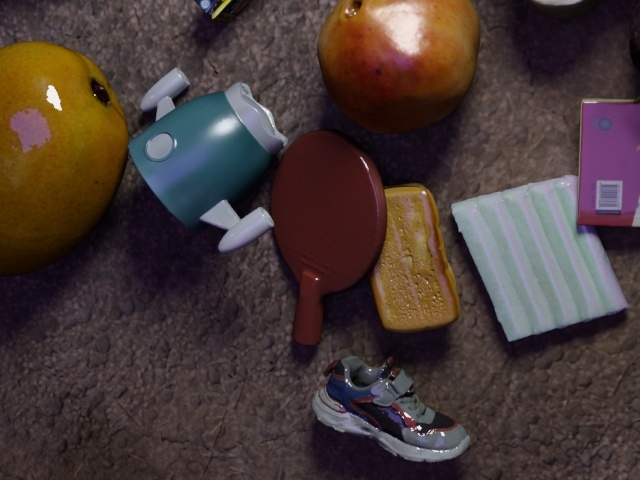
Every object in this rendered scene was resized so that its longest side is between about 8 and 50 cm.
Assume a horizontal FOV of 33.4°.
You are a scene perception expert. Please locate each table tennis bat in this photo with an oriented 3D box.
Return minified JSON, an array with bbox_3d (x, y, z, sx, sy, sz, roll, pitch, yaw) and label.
[{"bbox_3d":[0.000,0.000,1.447,0.200,0.038,0.310,28,119,37],"label":"table tennis bat"}]

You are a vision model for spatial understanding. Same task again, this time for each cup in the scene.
[{"bbox_3d":[-0.143,-0.123,1.441,0.173,0.167,0.299,-36,62,9],"label":"cup"}]

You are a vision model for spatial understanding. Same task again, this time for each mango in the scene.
[{"bbox_3d":[-0.419,-0.100,1.491,0.264,0.221,0.378,40,116,1],"label":"mango"}]

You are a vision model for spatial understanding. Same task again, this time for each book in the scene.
[{"bbox_3d":[0.442,-0.096,1.341,0.232,0.022,0.162,1,96,6],"label":"book"}]

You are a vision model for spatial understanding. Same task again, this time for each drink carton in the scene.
[{"bbox_3d":[-0.096,-0.371,1.435,0.166,0.071,0.056,-43,82,16],"label":"drink carton"}]

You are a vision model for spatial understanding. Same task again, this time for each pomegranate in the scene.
[{"bbox_3d":[0.101,-0.235,1.335,0.209,0.209,0.209,2,99,15],"label":"pomegranate"}]

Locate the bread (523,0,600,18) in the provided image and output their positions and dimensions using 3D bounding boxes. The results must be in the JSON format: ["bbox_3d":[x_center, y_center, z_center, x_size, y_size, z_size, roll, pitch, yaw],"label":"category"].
[{"bbox_3d":[0.298,-0.350,1.299,0.134,0.141,0.148,35,104,11],"label":"bread"}]

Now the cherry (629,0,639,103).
[{"bbox_3d":[0.464,-0.232,1.256,0.195,0.195,0.195,2,99,15],"label":"cherry"}]

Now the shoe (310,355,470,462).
[{"bbox_3d":[0.102,0.214,1.453,0.228,0.099,0.125,16,105,16],"label":"shoe"}]

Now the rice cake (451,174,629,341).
[{"bbox_3d":[0.289,0.023,1.408,0.189,0.037,0.198,-15,94,15],"label":"rice cake"}]

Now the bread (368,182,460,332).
[{"bbox_3d":[0.118,0.023,1.433,0.116,0.077,0.200,-12,96,17],"label":"bread"}]
